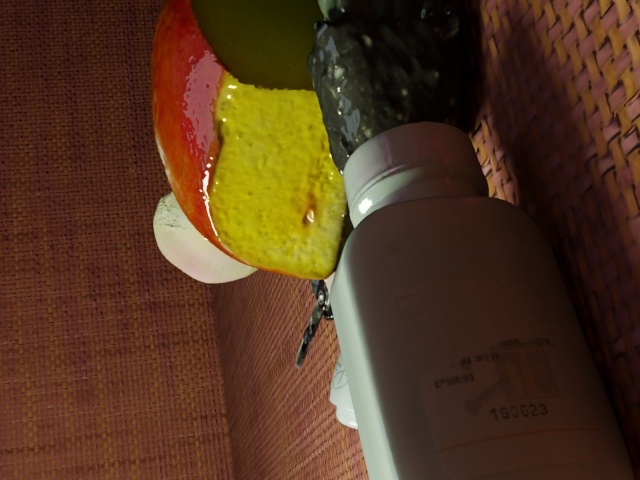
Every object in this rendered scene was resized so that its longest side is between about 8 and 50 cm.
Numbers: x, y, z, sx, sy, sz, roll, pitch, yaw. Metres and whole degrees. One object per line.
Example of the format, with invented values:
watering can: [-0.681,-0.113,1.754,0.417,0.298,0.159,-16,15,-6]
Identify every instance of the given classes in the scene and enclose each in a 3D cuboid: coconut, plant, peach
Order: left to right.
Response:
coconut: [-0.196,-0.033,1.755,0.245,0.233,0.233,-152,57,-84]
peach: [-0.075,-0.145,1.070,0.306,0.243,0.380,111,151,-54]
plant: [0.056,-0.154,0.799,0.129,0.132,0.194,160,104,-79]

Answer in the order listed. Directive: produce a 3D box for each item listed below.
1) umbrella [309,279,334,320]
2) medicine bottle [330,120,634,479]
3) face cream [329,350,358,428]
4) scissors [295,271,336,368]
umbrella: [-0.001,0.000,1.266,0.080,0.071,0.224,9,-111,-74]
medicine bottle: [0.094,0.063,0.640,0.111,0.161,0.296,108,153,-56]
face cream: [0.057,0.155,1.005,0.091,0.091,0.095,-156,70,-76]
scissors: [0.010,0.056,1.180,0.160,0.024,0.317,-115,35,-44]
